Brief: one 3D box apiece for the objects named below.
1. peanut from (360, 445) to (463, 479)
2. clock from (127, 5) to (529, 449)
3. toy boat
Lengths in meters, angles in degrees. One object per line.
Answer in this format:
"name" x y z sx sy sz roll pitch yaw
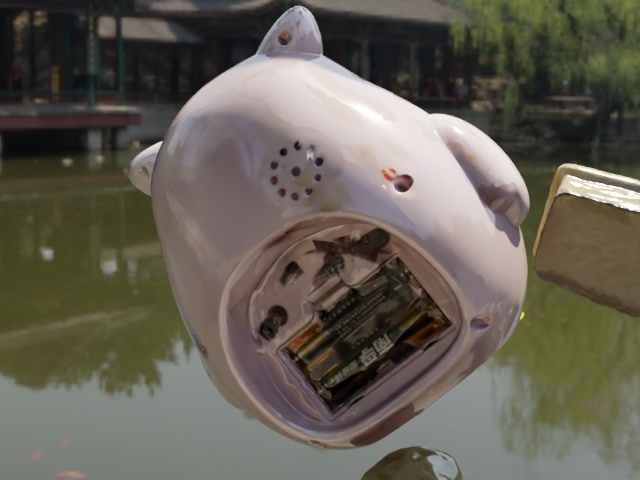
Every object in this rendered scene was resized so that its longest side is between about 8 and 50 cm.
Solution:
"peanut" 0.066 0.325 0.861 0.153 0.140 0.325 -12 40 26
"clock" 0.000 0.000 0.939 0.368 0.377 0.250 -40 -3 20
"toy boat" 0.294 0.010 0.916 0.188 0.116 0.061 19 30 16
